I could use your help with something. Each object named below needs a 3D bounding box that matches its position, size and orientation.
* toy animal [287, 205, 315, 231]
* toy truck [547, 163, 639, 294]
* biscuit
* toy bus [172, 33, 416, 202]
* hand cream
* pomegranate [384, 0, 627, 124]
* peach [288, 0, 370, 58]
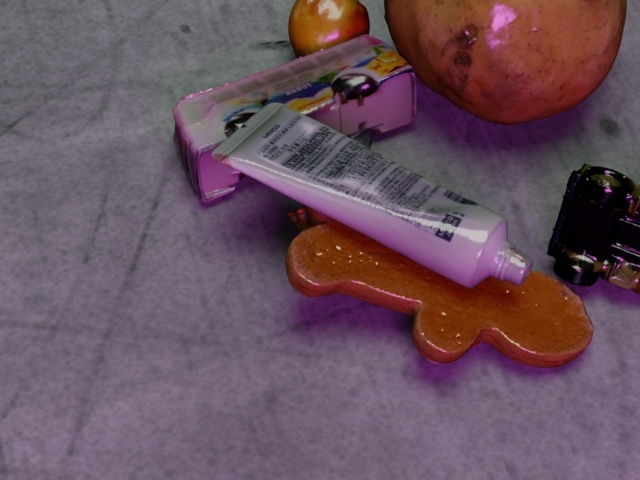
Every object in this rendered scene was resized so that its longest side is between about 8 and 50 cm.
[{"bbox_3d":[0.000,0.000,1.709,0.060,0.081,0.083,-25,90,-31],"label":"toy animal"},{"bbox_3d":[0.371,0.004,1.663,0.257,0.127,0.127,19,30,10],"label":"toy truck"},{"bbox_3d":[0.122,0.045,1.642,0.324,0.049,0.205,19,44,0],"label":"biscuit"},{"bbox_3d":[-0.032,-0.138,1.795,0.274,0.090,0.112,-21,46,-19],"label":"toy bus"},{"bbox_3d":[0.059,-0.040,1.636,0.341,0.078,0.124,27,44,17],"label":"hand cream"},{"bbox_3d":[0.215,-0.272,1.810,0.281,0.281,0.281,1,49,-1],"label":"pomegranate"},{"bbox_3d":[0.007,-0.250,1.894,0.101,0.101,0.101,1,49,-1],"label":"peach"}]
